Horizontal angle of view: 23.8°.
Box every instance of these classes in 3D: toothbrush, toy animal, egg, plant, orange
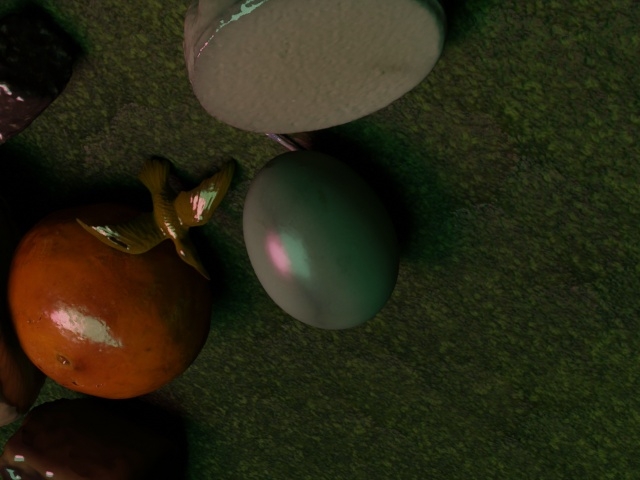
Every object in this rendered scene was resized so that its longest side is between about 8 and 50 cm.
[{"bbox_3d":[-0.057,-0.127,1.778,0.131,0.013,0.011,33,151,-4],"label":"toothbrush"},{"bbox_3d":[-0.175,-0.028,1.929,0.219,0.095,0.155,-26,118,18],"label":"toy animal"},{"bbox_3d":[0.000,0.000,1.745,0.168,0.168,0.231,1,132,39],"label":"egg"},{"bbox_3d":[-0.397,-0.197,1.874,0.132,0.129,0.194,48,140,-15],"label":"plant"},{"bbox_3d":[-0.286,0.082,2.038,0.283,0.226,0.284,15,140,14],"label":"orange"}]

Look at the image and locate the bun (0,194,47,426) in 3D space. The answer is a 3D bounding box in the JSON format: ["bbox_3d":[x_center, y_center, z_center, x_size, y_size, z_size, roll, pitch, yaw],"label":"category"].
[{"bbox_3d":[-0.522,0.090,2.106,0.202,0.364,0.364,-11,134,4],"label":"bun"}]

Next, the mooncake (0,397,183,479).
[{"bbox_3d":[-0.399,0.458,2.436,0.246,0.394,0.393,25,170,18],"label":"mooncake"}]

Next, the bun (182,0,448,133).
[{"bbox_3d":[-0.015,-0.238,1.483,0.263,0.175,0.263,-10,152,-5],"label":"bun"}]
